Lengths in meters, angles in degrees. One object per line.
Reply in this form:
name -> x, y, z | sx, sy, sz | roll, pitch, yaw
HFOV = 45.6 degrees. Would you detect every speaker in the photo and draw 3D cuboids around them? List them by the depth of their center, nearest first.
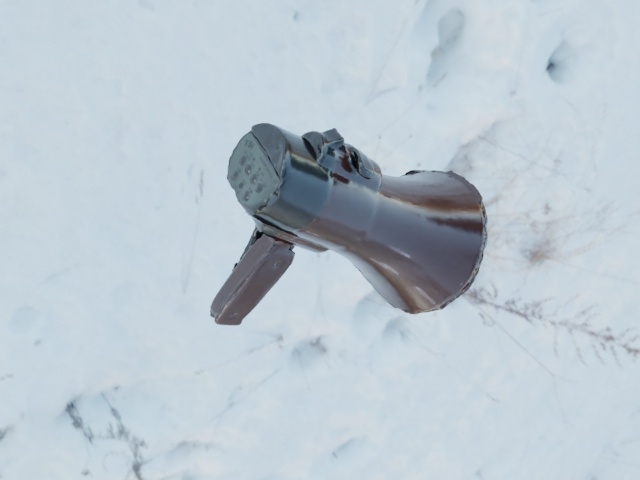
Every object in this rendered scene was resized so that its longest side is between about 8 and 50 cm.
speaker -> 0.004, -0.017, 0.919 | 0.329, 0.198, 0.259 | 15, 148, -42
